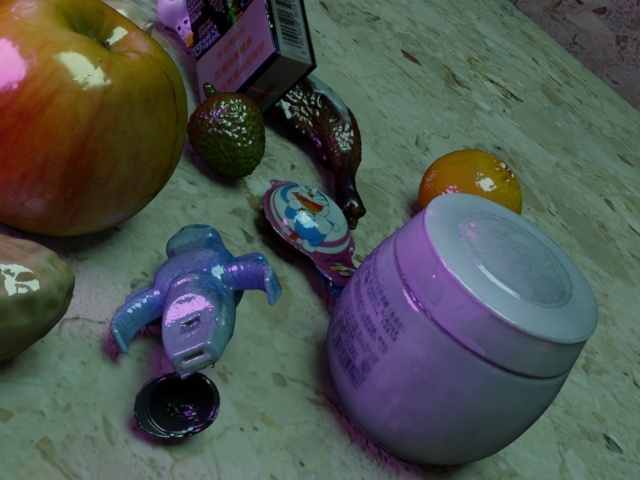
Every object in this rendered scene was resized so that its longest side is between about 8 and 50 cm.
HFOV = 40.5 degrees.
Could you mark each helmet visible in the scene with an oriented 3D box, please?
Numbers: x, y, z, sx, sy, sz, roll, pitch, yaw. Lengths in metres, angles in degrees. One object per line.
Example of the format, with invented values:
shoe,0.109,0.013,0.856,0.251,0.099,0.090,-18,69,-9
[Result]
helmet,-0.144,0.162,0.861,0.084,0.049,0.065,-4,82,-14

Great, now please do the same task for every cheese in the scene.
cheese,0.000,0.000,1.197,0.155,0.062,0.244,4,44,-43

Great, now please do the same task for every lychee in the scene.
lychee,-0.132,-0.158,1.229,0.114,0.114,0.146,-9,67,-49

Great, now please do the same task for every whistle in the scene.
whistle,-0.132,0.059,0.931,0.269,0.180,0.093,-108,179,-68

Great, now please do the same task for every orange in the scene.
orange,0.250,-0.069,1.443,0.178,0.155,0.177,16,28,-9

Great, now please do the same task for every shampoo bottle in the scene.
shampoo bottle,0.159,0.106,1.017,0.273,0.266,0.273,24,35,-18

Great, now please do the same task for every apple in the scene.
apple,-0.283,-0.140,0.951,0.286,0.233,0.286,25,32,-17

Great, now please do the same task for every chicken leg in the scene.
chicken leg,0.000,-0.178,1.402,0.158,0.096,0.407,2,46,-38

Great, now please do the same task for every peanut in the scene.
peanut,-0.343,0.065,0.718,0.149,0.149,0.313,47,29,17

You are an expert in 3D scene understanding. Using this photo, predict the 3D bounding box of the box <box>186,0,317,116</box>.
box,-0.115,-0.348,1.333,0.084,0.198,0.310,9,59,-37

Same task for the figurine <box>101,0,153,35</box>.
figurine,-0.278,-0.252,1.226,0.108,0.114,0.196,-16,66,-52

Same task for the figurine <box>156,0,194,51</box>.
figurine,-0.214,-0.385,1.481,0.129,0.109,0.178,45,29,-28
